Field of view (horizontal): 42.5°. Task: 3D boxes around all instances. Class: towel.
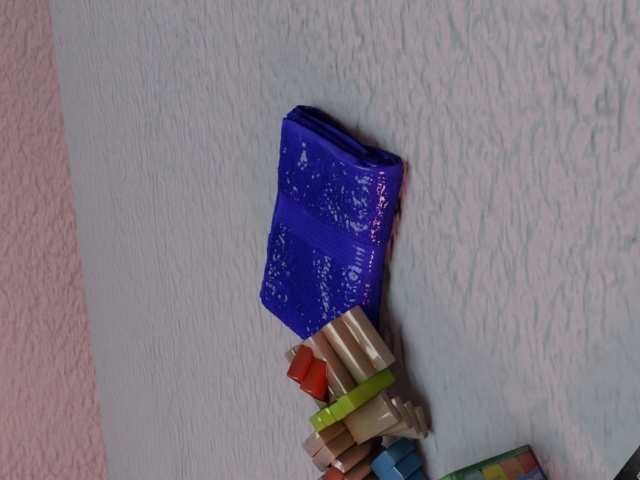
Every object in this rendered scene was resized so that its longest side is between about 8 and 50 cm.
[{"bbox_3d":[0.000,0.000,1.077,0.227,0.076,0.308,39,131,48],"label":"towel"}]

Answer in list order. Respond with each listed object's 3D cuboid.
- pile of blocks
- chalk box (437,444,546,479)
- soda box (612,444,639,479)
[{"bbox_3d":[0.047,0.269,1.004,0.149,0.112,0.362,-9,101,44],"label":"pile of blocks"},{"bbox_3d":[0.163,0.298,0.828,0.213,0.132,0.132,-45,59,39],"label":"chalk box"},{"bbox_3d":[0.291,0.193,0.678,0.060,0.053,0.169,53,140,37],"label":"soda box"}]
